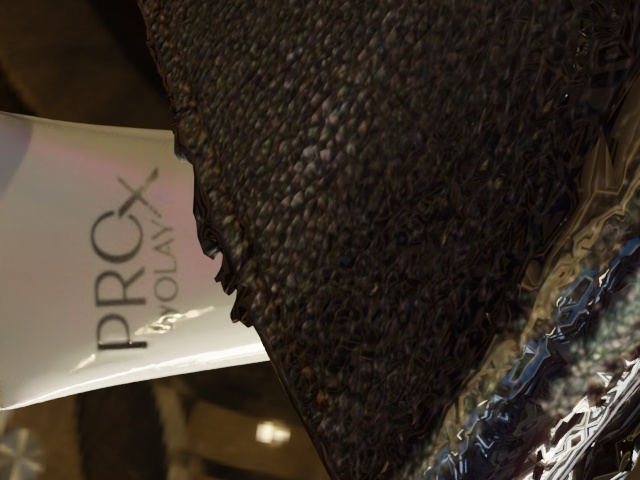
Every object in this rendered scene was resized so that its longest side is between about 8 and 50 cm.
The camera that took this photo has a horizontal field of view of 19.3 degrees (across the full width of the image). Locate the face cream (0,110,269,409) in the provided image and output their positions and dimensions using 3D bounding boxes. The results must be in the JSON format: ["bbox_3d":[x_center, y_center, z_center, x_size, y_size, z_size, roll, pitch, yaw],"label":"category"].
[{"bbox_3d":[0.000,0.000,0.606,0.244,0.058,0.092,-3,88,-22],"label":"face cream"}]

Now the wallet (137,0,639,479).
[{"bbox_3d":[0.046,-0.085,0.403,0.071,0.262,0.221,15,119,-33],"label":"wallet"}]
